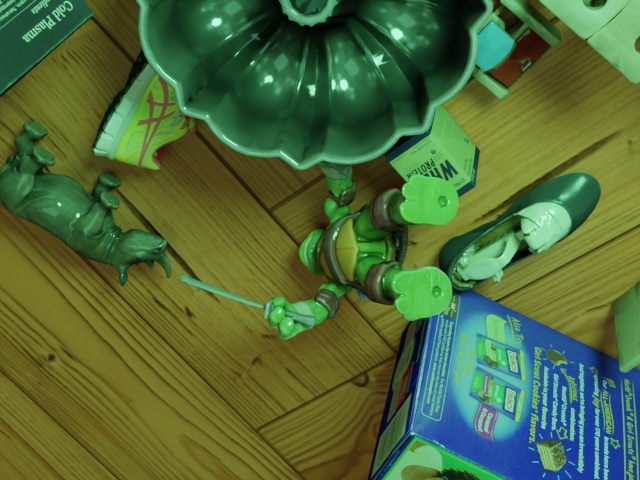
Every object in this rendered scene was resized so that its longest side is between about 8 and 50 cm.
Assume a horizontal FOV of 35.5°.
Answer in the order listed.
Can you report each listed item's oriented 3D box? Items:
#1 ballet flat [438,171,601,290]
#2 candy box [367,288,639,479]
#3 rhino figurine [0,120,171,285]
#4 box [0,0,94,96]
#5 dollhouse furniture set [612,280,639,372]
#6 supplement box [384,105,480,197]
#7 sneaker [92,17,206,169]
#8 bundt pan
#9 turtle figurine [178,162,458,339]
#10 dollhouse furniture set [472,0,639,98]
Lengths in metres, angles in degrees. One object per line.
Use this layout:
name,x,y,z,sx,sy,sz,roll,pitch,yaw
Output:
ballet flat,0.217,-0.002,1.096,0.203,0.074,0.074,-31,110,27
candy box,0.233,0.219,1.111,0.317,0.268,0.122,25,127,-3
rhino figurine,-0.278,-0.029,1.195,0.243,0.073,0.106,36,118,-12
box,-0.456,-0.234,0.983,0.343,0.179,0.312,-21,118,46
dollhouse furniture set,0.426,0.102,1.079,0.151,0.123,0.144,36,123,-10
supplement box,0.119,-0.091,1.054,0.056,0.083,0.083,-33,110,29
sneaker,-0.167,-0.158,1.092,0.094,0.081,0.208,27,128,-18
bundt pan,-0.006,-0.242,0.948,0.331,0.124,0.330,2,114,5
turtle figurine,0.000,0.000,1.035,0.275,0.198,0.266,44,158,-24
dollhouse furniture set,0.228,-0.188,0.941,0.129,0.129,0.183,38,121,-12
